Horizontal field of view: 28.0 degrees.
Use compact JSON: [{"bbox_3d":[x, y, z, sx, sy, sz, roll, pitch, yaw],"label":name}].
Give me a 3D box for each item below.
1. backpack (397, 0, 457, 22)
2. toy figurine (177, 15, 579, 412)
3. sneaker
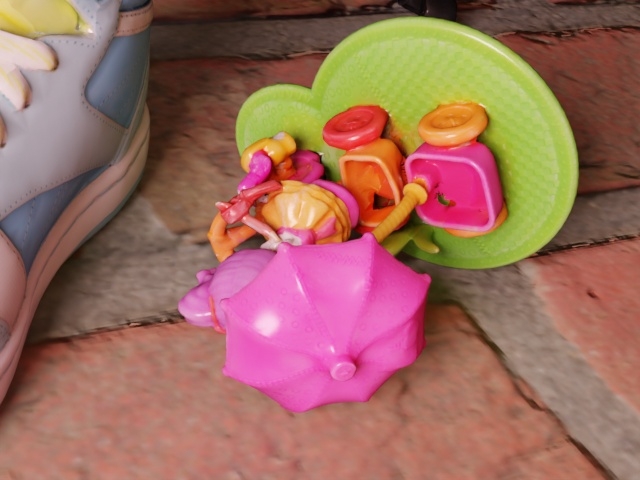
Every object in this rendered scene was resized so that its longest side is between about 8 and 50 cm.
[{"bbox_3d":[0.060,-0.329,0.823,0.276,0.213,0.263,38,62,-3],"label":"backpack"},{"bbox_3d":[0.000,0.000,0.533,0.173,0.130,0.159,4,36,31],"label":"toy figurine"},{"bbox_3d":[-0.146,-0.061,0.474,0.127,0.208,0.319,14,33,3],"label":"sneaker"}]
